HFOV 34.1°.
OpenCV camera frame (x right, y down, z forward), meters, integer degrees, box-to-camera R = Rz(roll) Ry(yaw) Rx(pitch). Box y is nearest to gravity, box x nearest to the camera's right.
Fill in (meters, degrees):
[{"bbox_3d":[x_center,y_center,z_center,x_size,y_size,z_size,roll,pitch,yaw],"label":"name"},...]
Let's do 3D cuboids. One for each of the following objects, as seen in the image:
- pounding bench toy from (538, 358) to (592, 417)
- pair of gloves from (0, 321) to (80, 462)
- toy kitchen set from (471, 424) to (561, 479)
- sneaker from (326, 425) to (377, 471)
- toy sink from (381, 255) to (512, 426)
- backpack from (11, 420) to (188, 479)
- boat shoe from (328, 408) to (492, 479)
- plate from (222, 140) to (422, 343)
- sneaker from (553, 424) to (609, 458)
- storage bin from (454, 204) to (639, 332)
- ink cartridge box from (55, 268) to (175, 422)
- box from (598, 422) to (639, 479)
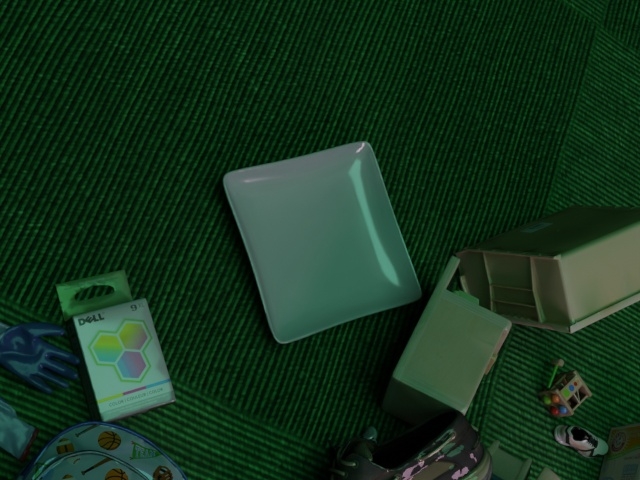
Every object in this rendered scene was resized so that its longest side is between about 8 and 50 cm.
[{"bbox_3d":[0.405,0.251,1.774,0.065,0.052,0.083,-36,93,-28],"label":"pounding bench toy"},{"bbox_3d":[-0.421,0.189,1.395,0.159,0.023,0.198,32,74,-12],"label":"pair of gloves"},{"bbox_3d":[0.262,0.408,1.659,0.207,0.166,0.122,28,59,24],"label":"toy kitchen set"},{"bbox_3d":[0.042,0.316,1.589,0.069,0.038,0.098,34,64,-15],"label":"sneaker"},{"bbox_3d":[0.207,0.170,1.623,0.131,0.153,0.234,25,63,9],"label":"toy sink"},{"bbox_3d":[-0.297,0.365,1.327,0.276,0.213,0.263,37,53,-9],"label":"backpack"},{"bbox_3d":[0.068,0.343,1.497,0.355,0.132,0.130,-24,103,-8],"label":"boat shoe"},{"bbox_3d":[0.000,0.000,1.652,0.277,0.045,0.277,-16,84,-28],"label":"plate"},{"bbox_3d":[0.451,0.343,1.777,0.109,0.043,0.040,22,66,-21],"label":"sneaker"},{"bbox_3d":[0.401,0.037,1.719,0.262,0.260,0.123,-20,103,-28],"label":"storage bin"},{"bbox_3d":[-0.289,0.144,1.463,0.108,0.062,0.209,-14,82,-27],"label":"ink cartridge box"},{"bbox_3d":[0.541,0.420,1.758,0.103,0.114,0.203,28,65,-15],"label":"box"}]
